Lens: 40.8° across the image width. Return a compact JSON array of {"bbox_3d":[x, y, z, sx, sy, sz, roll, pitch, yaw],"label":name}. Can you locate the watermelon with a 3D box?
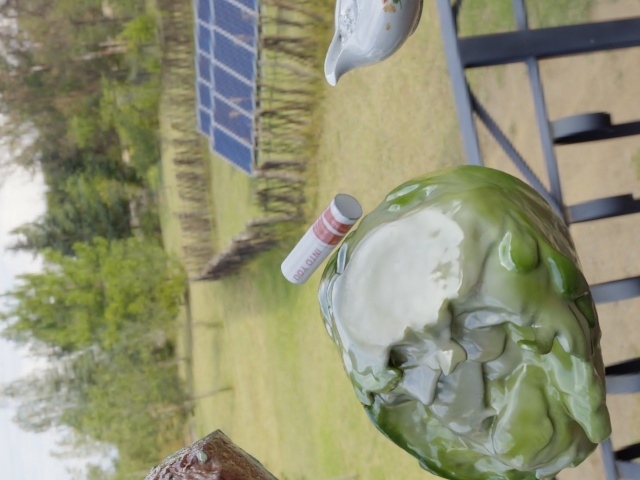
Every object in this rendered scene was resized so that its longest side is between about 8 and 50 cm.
[{"bbox_3d":[-0.184,0.364,1.259,0.140,0.192,0.256,66,-169,10],"label":"watermelon"}]

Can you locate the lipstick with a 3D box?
[{"bbox_3d":[0.000,0.000,1.011,0.131,0.038,0.038,-51,44,39],"label":"lipstick"}]

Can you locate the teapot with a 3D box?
[{"bbox_3d":[0.067,-0.287,0.999,0.145,0.092,0.226,-166,83,-67],"label":"teapot"}]

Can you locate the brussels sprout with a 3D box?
[{"bbox_3d":[0.139,0.081,0.886,0.371,0.275,0.315,53,-160,-51],"label":"brussels sprout"}]
